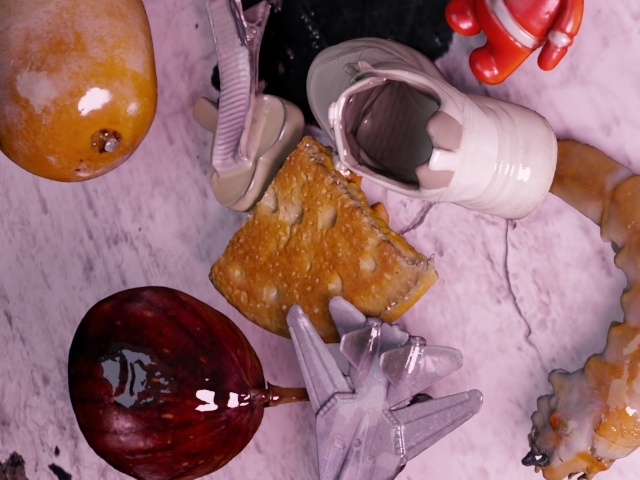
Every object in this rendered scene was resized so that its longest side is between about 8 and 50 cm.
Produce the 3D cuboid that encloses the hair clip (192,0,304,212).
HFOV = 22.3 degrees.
[{"bbox_3d":[-0.085,-0.133,1.629,0.159,0.071,0.218,-16,71,49],"label":"hair clip"}]

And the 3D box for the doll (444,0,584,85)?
[{"bbox_3d":[0.203,-0.232,1.352,0.245,0.076,0.142,-41,62,40],"label":"doll"}]

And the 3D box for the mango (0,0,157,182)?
[{"bbox_3d":[-0.295,-0.221,1.744,0.221,0.199,0.384,-54,54,27],"label":"mango"}]

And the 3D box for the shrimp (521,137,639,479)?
[{"bbox_3d":[0.234,0.043,1.315,0.185,0.068,0.287,-19,74,40],"label":"shrimp"}]

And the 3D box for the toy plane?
[{"bbox_3d":[0.042,0.196,1.485,0.212,0.088,0.267,23,117,30],"label":"toy plane"}]

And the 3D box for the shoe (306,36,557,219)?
[{"bbox_3d":[0.052,-0.106,1.420,0.316,0.159,0.124,26,106,47],"label":"shoe"}]

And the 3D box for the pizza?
[{"bbox_3d":[0.000,0.000,1.548,0.292,0.058,0.197,-7,86,43],"label":"pizza"}]

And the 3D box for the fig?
[{"bbox_3d":[-0.122,0.146,1.555,0.249,0.204,0.186,9,53,47],"label":"fig"}]
